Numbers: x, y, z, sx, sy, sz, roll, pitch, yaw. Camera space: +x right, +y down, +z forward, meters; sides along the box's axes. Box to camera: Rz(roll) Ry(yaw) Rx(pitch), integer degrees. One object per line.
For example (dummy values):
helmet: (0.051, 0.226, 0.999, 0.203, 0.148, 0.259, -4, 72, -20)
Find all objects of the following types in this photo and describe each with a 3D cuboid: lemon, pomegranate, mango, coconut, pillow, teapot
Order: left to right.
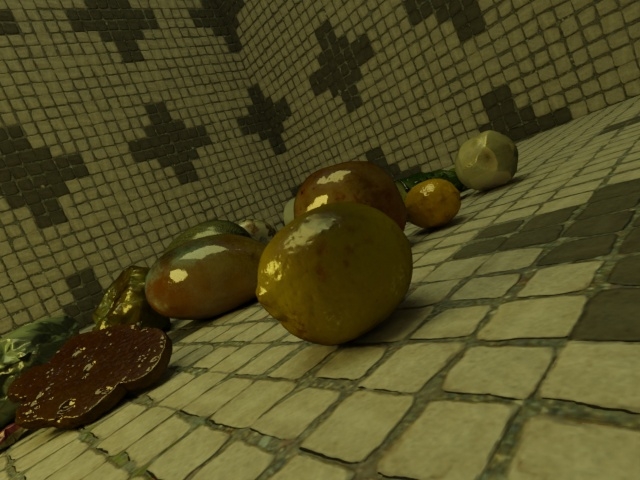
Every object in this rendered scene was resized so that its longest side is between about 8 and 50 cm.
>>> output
pillow: (-0.646, 0.292, 0.857, 0.283, 0.138, 0.310, -47, 14, -12)
mango: (-0.266, 0.091, 1.068, 0.384, 0.199, 0.221, -6, 30, 10)
teapot: (-0.257, 0.024, 1.532, 0.298, 0.204, 0.139, 4, 16, -15)
lemon: (0.020, 0.040, 0.526, 0.207, 0.170, 0.170, -33, 10, -25)
pomegranate: (0.067, -0.061, 0.960, 0.252, 0.229, 0.270, -20, 1, 23)
lemon: (0.256, -0.083, 0.977, 0.114, 0.114, 0.155, -27, 0, -31)
coconut: (0.472, -0.223, 1.169, 0.161, 0.161, 0.162, -29, 10, -41)

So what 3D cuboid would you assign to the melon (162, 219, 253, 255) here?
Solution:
melon: (-0.349, 0.067, 1.316, 0.329, 0.248, 0.248, -20, 7, 25)

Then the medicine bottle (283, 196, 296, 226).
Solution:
medicine bottle: (0.056, -0.119, 1.595, 0.371, 0.211, 0.211, -19, 7, 36)

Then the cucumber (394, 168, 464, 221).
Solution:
cucumber: (0.339, -0.149, 1.250, 0.244, 0.134, 0.134, -21, 5, -18)

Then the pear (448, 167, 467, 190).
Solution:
pear: (0.458, -0.204, 1.402, 0.097, 0.092, 0.092, -18, 8, 46)

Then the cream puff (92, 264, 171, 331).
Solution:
cream puff: (-0.530, 0.211, 1.210, 0.282, 0.185, 0.282, -32, 40, 32)

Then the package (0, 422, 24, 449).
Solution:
package: (-0.534, 0.335, 0.713, 0.059, 0.029, 0.083, -23, 14, 36)

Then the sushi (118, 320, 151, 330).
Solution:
sushi: (-0.426, 0.232, 0.884, 0.097, 0.103, 0.226, -40, 2, 7)

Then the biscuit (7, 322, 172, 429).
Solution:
biscuit: (-0.395, 0.232, 0.723, 0.290, 0.041, 0.208, -13, 31, 5)
